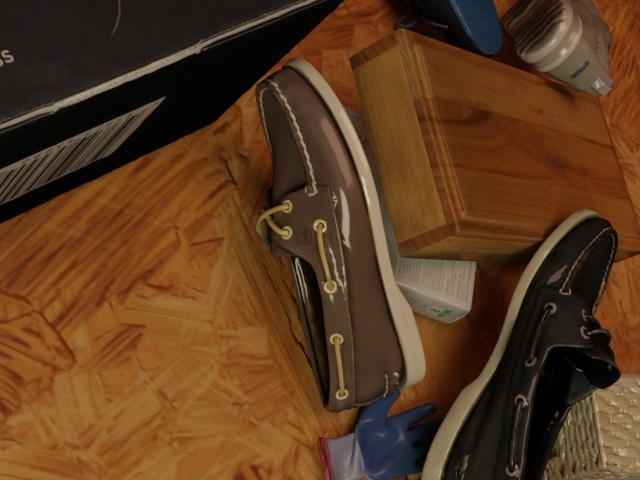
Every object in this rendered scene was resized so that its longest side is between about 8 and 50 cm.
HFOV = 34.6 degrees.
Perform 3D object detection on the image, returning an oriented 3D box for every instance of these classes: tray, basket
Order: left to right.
[{"bbox_3d":[0.207,-0.082,1.091,0.411,0.076,0.202,4,68,-49],"label":"tray"},{"bbox_3d":[0.311,0.205,1.090,0.167,0.103,0.113,9,65,-29],"label":"basket"}]

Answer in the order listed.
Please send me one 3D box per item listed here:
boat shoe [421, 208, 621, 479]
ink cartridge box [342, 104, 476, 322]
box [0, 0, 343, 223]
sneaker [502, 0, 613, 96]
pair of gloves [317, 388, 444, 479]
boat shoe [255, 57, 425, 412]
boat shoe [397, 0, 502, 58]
[{"bbox_3d":[0.224,0.121,0.978,0.340,0.113,0.127,-53,139,-23],"label":"boat shoe"},{"bbox_3d":[0.061,-0.033,1.070,0.225,0.056,0.181,20,60,-14],"label":"ink cartridge box"},{"bbox_3d":[-0.311,-0.258,0.762,0.480,0.297,0.471,-31,90,-37],"label":"box"},{"bbox_3d":[0.292,-0.246,1.236,0.115,0.105,0.281,41,32,-14],"label":"sneaker"},{"bbox_3d":[0.072,0.240,0.973,0.159,0.023,0.198,-7,75,-36],"label":"pair of gloves"},{"bbox_3d":[0.000,0.000,0.934,0.097,0.116,0.324,-22,104,-16],"label":"boat shoe"},{"bbox_3d":[0.124,-0.311,1.201,0.109,0.089,0.258,-9,70,-49],"label":"boat shoe"}]
